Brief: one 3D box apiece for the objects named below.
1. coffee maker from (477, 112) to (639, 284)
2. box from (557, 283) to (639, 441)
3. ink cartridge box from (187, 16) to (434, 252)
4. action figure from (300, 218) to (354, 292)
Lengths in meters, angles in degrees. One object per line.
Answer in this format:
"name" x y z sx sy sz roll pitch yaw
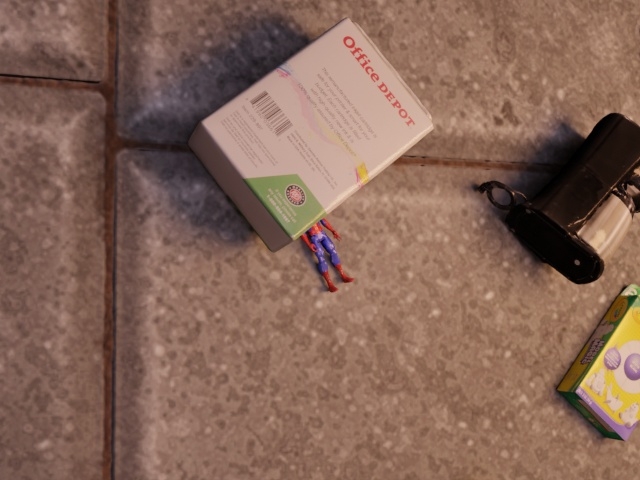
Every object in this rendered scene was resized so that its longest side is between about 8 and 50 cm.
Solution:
"coffee maker" 0.318 -0.067 1.211 0.171 0.120 0.178 48 70 -13
"box" 0.388 0.151 1.271 0.105 0.043 0.179 43 70 -16
"ink cartridge box" -0.009 -0.113 1.074 0.212 0.093 0.154 -39 92 -19
"action figure" 0.000 0.000 1.119 0.038 0.030 0.115 -30 96 -19
